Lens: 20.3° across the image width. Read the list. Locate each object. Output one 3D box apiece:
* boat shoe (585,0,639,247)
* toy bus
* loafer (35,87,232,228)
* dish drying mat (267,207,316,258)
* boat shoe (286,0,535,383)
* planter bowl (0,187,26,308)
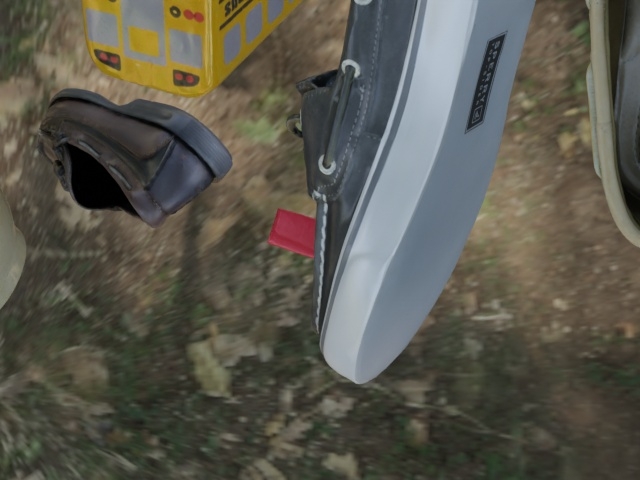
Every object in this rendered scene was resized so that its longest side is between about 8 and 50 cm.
[{"bbox_3d":[0.177,-0.143,0.854,0.109,0.098,0.302,9,113,17],"label":"boat shoe"},{"bbox_3d":[-0.047,-0.245,1.322,0.108,0.130,0.332,15,39,21],"label":"toy bus"},{"bbox_3d":[-0.189,-0.067,1.563,0.109,0.302,0.095,46,71,-26],"label":"loafer"},{"bbox_3d":[0.000,0.000,1.476,0.083,0.008,0.032,18,89,-1],"label":"dish drying mat"},{"bbox_3d":[0.025,-0.054,0.704,0.076,0.080,0.228,27,122,24],"label":"boat shoe"},{"bbox_3d":[-0.292,0.005,1.343,0.109,0.162,0.162,38,78,-38],"label":"planter bowl"}]
